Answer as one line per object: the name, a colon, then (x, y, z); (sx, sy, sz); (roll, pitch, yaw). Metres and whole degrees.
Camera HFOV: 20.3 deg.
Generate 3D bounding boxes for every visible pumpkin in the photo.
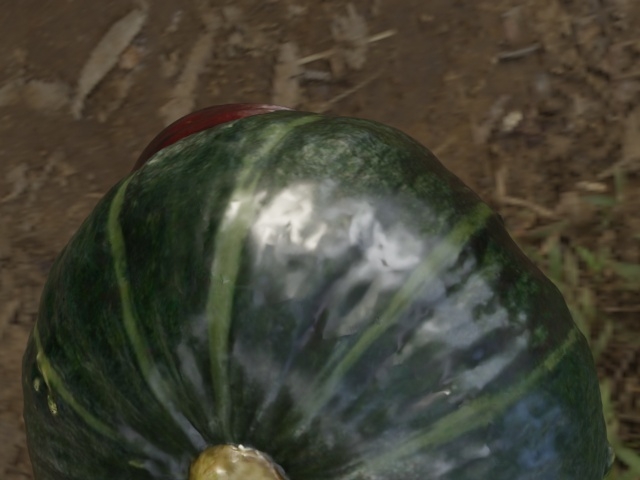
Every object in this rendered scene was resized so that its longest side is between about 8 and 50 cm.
pumpkin: (-0.003, 0.060, 0.622); (0.212, 0.211, 0.152); (57, 25, -12)

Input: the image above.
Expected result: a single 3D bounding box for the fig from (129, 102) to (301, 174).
fig: (-0.008, -0.011, 1.209); (0.249, 0.204, 0.186); (-15, 132, -2)
